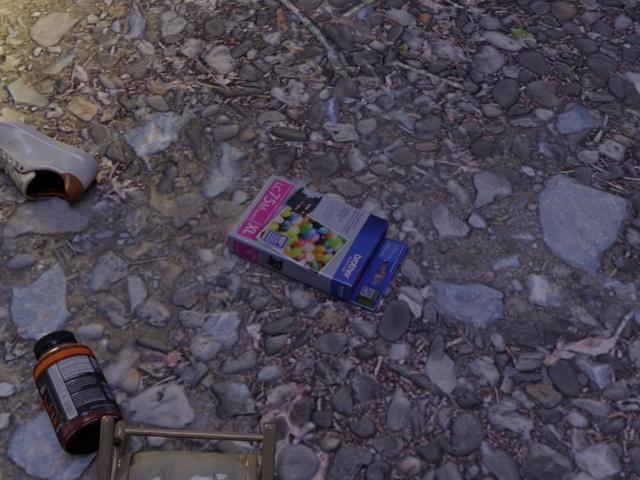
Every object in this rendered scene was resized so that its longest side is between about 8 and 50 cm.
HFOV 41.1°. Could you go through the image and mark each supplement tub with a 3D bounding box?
[{"bbox_3d":[-0.403,0.242,1.395,0.106,0.106,0.198,-22,56,-21],"label":"supplement tub"}]

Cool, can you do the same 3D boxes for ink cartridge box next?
[{"bbox_3d":[0.000,0.000,1.655,0.311,0.065,0.186,24,54,12],"label":"ink cartridge box"}]

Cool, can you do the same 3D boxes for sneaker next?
[{"bbox_3d":[-0.598,-0.158,1.695,0.290,0.106,0.123,18,50,7],"label":"sneaker"}]

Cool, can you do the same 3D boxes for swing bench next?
[{"bbox_3d":[-0.196,0.394,1.247,0.253,0.165,0.255,4,75,-3],"label":"swing bench"}]
